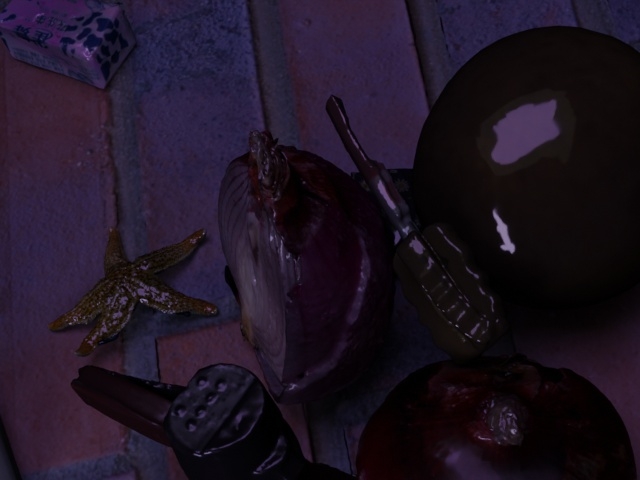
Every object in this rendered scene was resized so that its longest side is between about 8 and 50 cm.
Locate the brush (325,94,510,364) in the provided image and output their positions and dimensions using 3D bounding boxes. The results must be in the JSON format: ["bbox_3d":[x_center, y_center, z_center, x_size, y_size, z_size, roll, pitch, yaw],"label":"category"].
[{"bbox_3d":[0.080,-0.016,1.736,0.071,0.084,0.301,-23,72,-28],"label":"brush"}]

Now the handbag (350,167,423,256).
[{"bbox_3d":[0.110,-0.037,1.949,0.139,0.072,0.115,-19,52,-3],"label":"handbag"}]

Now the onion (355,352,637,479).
[{"bbox_3d":[0.169,0.199,1.691,0.272,0.195,0.272,2,48,-2],"label":"onion"}]

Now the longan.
[{"bbox_3d":[0.235,-0.071,1.806,0.297,0.297,0.297,-7,55,11],"label":"longan"}]

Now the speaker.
[{"bbox_3d":[-0.079,0.205,1.694,0.198,0.329,0.259,-32,48,-7],"label":"speaker"}]

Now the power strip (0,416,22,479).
[{"bbox_3d":[-0.439,0.228,1.927,0.194,0.059,0.265,-26,55,-3],"label":"power strip"}]

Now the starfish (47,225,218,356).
[{"bbox_3d":[-0.216,0.045,2.002,0.208,0.053,0.176,-25,44,-9],"label":"starfish"}]

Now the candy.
[{"bbox_3d":[-0.316,-0.260,2.214,0.160,0.073,0.092,20,63,26],"label":"candy"}]

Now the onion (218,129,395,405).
[{"bbox_3d":[0.000,0.000,1.803,0.159,0.348,0.267,-14,63,-14],"label":"onion"}]
